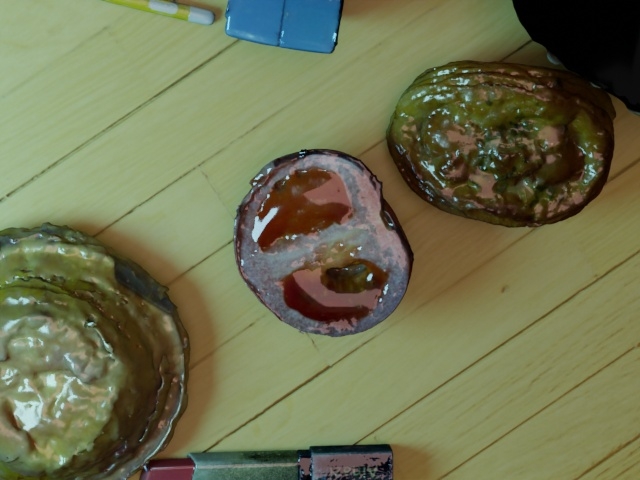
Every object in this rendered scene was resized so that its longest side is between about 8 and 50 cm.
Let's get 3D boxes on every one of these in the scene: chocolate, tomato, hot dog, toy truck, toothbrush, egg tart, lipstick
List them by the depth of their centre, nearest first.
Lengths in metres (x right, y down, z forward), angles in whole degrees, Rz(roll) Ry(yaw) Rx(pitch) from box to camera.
[{"bbox_3d":[-0.017,-0.411,1.583,0.161,0.162,0.384,9,110,0],"label":"toy truck"},{"bbox_3d":[0.384,-0.269,1.637,0.340,0.210,0.225,34,103,17],"label":"chocolate"},{"bbox_3d":[-0.324,0.154,1.662,0.352,0.150,0.351,-1,99,-3],"label":"egg tart"},{"bbox_3d":[-0.267,-0.297,1.683,0.288,0.024,0.021,12,92,-6],"label":"toothbrush"},{"bbox_3d":[0.000,0.000,1.692,0.199,0.112,0.228,-21,98,5],"label":"tomato"},{"bbox_3d":[0.219,-0.121,1.695,0.272,0.122,0.196,9,107,-8],"label":"hot dog"},{"bbox_3d":[-0.068,0.283,1.742,0.312,0.051,0.051,-1,97,-4],"label":"lipstick"}]
